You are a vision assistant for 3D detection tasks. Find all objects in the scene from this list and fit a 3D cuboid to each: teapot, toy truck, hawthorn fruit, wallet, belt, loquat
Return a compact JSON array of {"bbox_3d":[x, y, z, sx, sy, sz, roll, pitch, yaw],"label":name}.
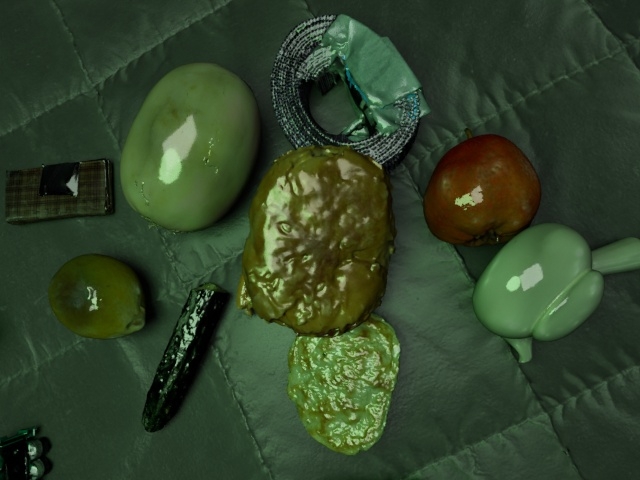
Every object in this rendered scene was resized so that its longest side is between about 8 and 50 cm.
[{"bbox_3d":[0.397,0.049,0.664,0.318,0.220,0.149,-40,55,-4],"label":"teapot"},{"bbox_3d":[-0.604,0.480,0.774,0.116,0.110,0.216,-9,83,18],"label":"toy truck"},{"bbox_3d":[0.270,-0.100,0.708,0.196,0.197,0.226,0,68,6],"label":"hawthorn fruit"},{"bbox_3d":[-0.554,-0.103,0.864,0.229,0.042,0.125,-6,85,8],"label":"wallet"},{"bbox_3d":[0.046,-0.266,0.779,0.260,0.122,0.325,-31,79,10],"label":"belt"},{"bbox_3d":[-0.413,0.110,0.774,0.195,0.152,0.152,32,88,17],"label":"loquat"}]

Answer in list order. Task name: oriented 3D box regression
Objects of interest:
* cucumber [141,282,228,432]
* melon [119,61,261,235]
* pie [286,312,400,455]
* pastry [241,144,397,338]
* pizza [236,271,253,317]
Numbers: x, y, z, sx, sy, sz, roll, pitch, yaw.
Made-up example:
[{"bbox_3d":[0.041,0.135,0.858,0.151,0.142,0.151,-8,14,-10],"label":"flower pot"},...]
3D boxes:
[{"bbox_3d":[-0.265,0.227,0.777,0.072,0.081,0.304,24,86,-21],"label":"cucumber"},{"bbox_3d":[-0.232,-0.161,0.747,0.222,0.223,0.317,23,87,8],"label":"melon"},{"bbox_3d":[0.037,0.239,0.736,0.200,0.090,0.248,13,85,18],"label":"pie"},{"bbox_3d":[0.000,0.000,0.684,0.254,0.162,0.312,14,92,-12],"label":"pastry"},{"bbox_3d":[-0.056,0.079,0.779,0.198,0.062,0.188,22,88,7],"label":"pizza"}]
